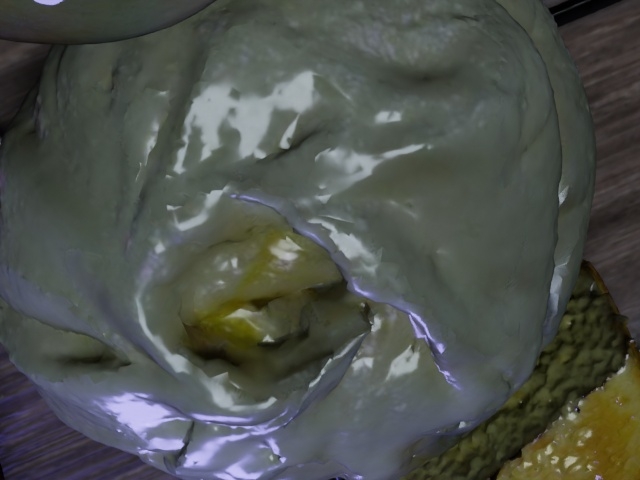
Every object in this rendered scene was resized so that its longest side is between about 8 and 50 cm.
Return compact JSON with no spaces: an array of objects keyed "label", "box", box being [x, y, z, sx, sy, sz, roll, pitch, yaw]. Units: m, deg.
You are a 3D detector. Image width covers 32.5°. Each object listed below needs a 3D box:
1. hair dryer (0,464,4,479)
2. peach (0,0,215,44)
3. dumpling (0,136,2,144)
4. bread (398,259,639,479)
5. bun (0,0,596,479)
[{"label":"hair dryer","box":[-0.378,0.131,0.665,0.341,0.123,0.312,-14,108,5]},{"label":"peach","box":[-0.123,-0.225,0.429,0.292,0.247,0.292,9,70,-25]},{"label":"dumpling","box":[-0.216,-0.034,0.640,0.059,0.043,0.077,33,121,-9]},{"label":"bread","box":[0.140,0.137,0.756,0.229,0.143,0.139,-42,118,11]},{"label":"bun","box":[0.000,0.000,0.610,0.365,0.219,0.365,-7,121,-11]}]
